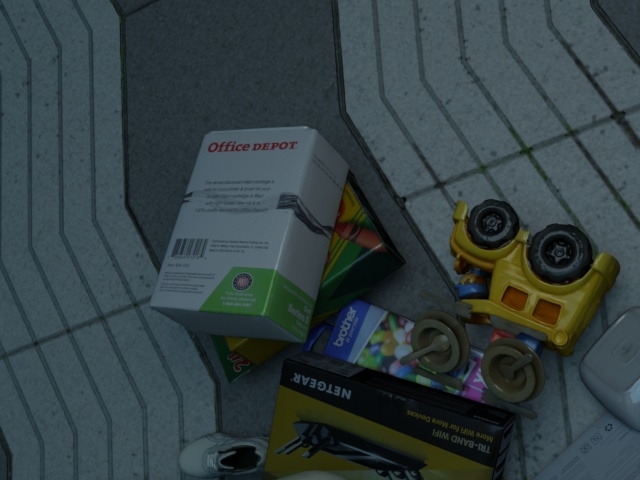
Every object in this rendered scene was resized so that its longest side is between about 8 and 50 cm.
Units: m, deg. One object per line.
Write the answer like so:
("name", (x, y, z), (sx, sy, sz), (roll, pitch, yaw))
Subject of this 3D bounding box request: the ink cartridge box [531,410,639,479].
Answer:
("ink cartridge box", (0.361, 0.317, 1.102), (0.223, 0.224, 0.045), (-45, 110, 8))

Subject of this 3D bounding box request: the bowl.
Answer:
("bowl", (0.399, 0.152, 1.150), (0.142, 0.053, 0.142), (-49, 29, 5))

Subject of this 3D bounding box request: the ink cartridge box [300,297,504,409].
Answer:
("ink cartridge box", (0.102, 0.201, 1.289), (0.311, 0.065, 0.185), (22, 88, 24))

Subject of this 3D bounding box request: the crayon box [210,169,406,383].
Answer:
("crayon box", (-0.059, 0.041, 1.334), (0.319, 0.081, 0.202), (-37, 52, 11))

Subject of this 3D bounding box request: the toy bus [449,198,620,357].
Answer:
("toy bus", (0.252, 0.074, 1.200), (0.220, 0.149, 0.211), (24, 86, 23))

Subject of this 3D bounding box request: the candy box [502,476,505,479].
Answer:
("candy box", (0.177, 0.411, 1.240), (0.206, 0.027, 0.105), (-28, 75, 14))

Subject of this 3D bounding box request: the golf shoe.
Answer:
("golf shoe", (-0.144, 0.318, 1.344), (0.176, 0.086, 0.069), (-12, 78, 20))

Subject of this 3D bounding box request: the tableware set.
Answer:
("tableware set", (0.191, 0.150, 1.158), (0.194, 0.039, 0.128), (18, 117, 36))

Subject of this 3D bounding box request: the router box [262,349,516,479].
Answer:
("router box", (0.079, 0.306, 1.209), (0.309, 0.081, 0.242), (13, 99, 23))

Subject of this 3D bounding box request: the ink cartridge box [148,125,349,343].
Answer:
("ink cartridge box", (-0.094, -0.010, 1.255), (0.198, 0.115, 0.272), (2, 66, 32))

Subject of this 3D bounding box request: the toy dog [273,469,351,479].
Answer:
("toy dog", (-0.020, 0.520, 1.110), (0.408, 0.285, 0.395), (44, 64, -17))
